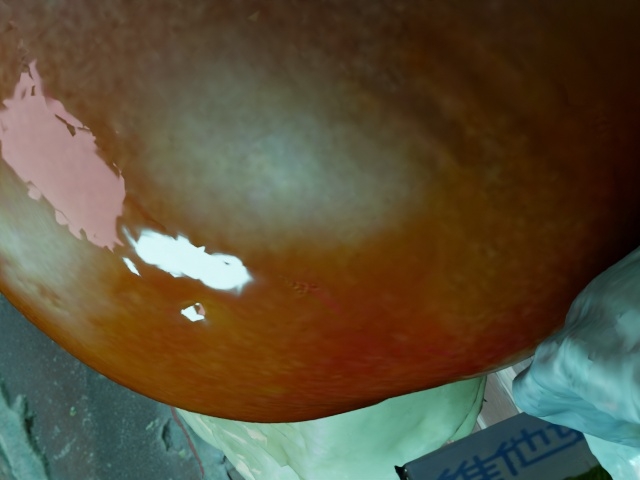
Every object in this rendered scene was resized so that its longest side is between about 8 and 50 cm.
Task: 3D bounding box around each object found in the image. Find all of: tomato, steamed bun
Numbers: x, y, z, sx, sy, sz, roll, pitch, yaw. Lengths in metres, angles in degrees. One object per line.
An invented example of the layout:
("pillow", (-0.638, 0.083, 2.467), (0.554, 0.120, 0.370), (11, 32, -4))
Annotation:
("tomato", (-0.009, -0.093, 0.684), (0.321, 0.321, 0.321), (61, 173, 13))
("steamed bun", (0.000, 0.000, 1.252), (0.339, 0.247, 0.352), (33, 145, 43))

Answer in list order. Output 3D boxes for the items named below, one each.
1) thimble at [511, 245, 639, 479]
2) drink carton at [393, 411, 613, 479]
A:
("thimble", (0.180, 0.072, 0.542), (0.250, 0.172, 0.205), (51, 169, 51))
("drink carton", (0.182, 0.195, 0.782), (0.324, 0.194, 0.132), (-118, 6, -57))
